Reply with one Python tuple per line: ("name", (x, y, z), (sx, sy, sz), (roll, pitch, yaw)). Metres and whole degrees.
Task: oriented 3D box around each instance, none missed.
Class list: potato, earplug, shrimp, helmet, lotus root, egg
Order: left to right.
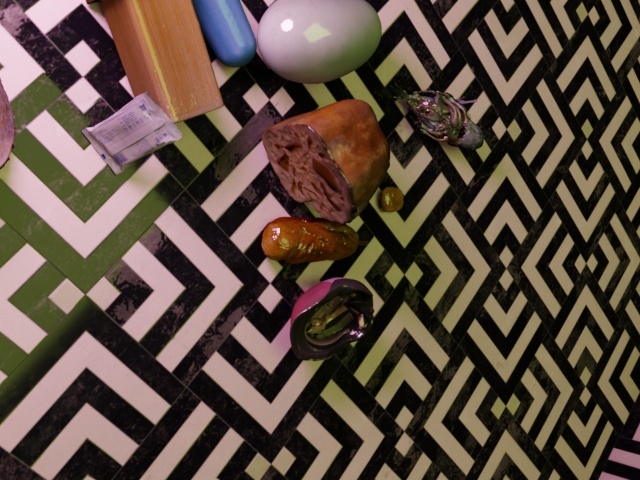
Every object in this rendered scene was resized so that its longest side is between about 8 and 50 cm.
("potato", (-0.672, -0.236, 1.322), (0.120, 0.100, 0.260), (13, 64, -74))
("earplug", (-0.239, -0.534, 1.598), (0.132, 0.132, 0.272), (-41, 117, -29))
("egg", (0.005, -0.512, 1.710), (0.371, 0.230, 0.229), (-22, 104, -41))
("helmet", (0.017, 0.187, 1.786), (0.254, 0.154, 0.198), (-15, 120, -17))
("lotus root", (0.032, -0.200, 1.707), (0.250, 0.316, 0.316), (-38, 112, -35))
("shrimp", (0.365, -0.380, 2.019), (0.372, 0.137, 0.172), (22, 118, -40))

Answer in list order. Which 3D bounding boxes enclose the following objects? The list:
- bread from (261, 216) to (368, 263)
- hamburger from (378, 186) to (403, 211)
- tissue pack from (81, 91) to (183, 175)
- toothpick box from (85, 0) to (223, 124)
("bread", (-0.001, 0.000, 1.805), (0.344, 0.084, 0.124), (1, 91, -37))
("hamburger", (0.204, -0.118, 1.979), (0.083, 0.044, 0.076), (-14, 98, -33))
("tissue pack", (-0.402, -0.225, 1.458), (0.122, 0.193, 0.026), (55, 25, -25))
("toothpick box", (-0.346, -0.415, 1.489), (0.190, 0.188, 0.307), (-27, 110, -34))
